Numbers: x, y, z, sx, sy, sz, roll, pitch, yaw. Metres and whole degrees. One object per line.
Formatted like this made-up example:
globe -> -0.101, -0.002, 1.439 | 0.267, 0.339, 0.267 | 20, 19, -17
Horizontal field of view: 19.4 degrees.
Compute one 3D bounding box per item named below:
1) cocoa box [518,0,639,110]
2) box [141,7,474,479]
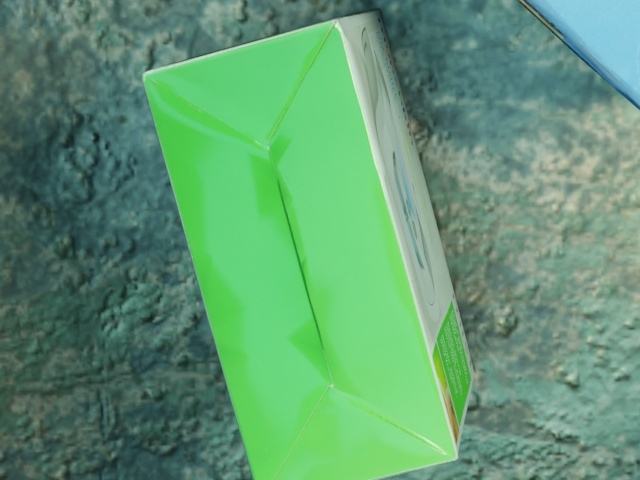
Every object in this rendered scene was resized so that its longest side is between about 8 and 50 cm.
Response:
cocoa box -> 0.229, -0.273, 1.084 | 0.228, 0.231, 0.347 | 43, 101, 0
box -> 0.000, 0.000, 1.156 | 0.126, 0.231, 0.262 | -14, 96, 10
